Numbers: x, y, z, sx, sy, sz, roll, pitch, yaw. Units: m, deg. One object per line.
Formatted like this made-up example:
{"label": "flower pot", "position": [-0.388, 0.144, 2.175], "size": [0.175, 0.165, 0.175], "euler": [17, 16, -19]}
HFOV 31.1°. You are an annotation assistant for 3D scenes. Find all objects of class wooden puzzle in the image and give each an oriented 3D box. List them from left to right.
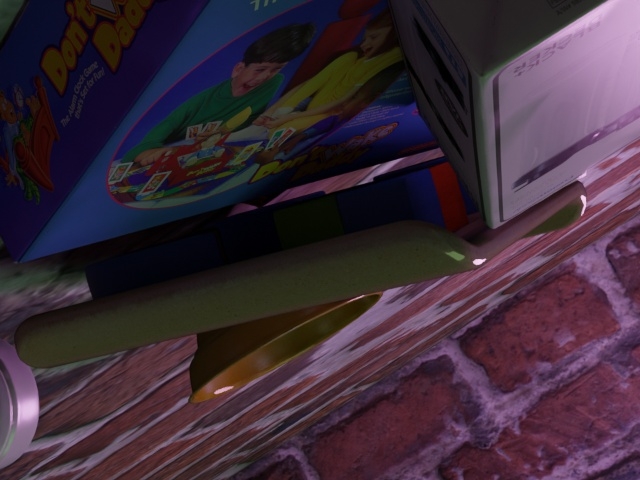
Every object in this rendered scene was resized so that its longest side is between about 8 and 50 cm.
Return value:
{"label": "wooden puzzle", "position": [0.000, 0.000, 0.832], "size": [0.322, 0.080, 0.348], "euler": [-15, 179, 26]}

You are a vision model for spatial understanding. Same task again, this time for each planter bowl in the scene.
{"label": "planter bowl", "position": [-0.053, 0.069, 1.131], "size": [0.217, 0.090, 0.217], "euler": [-28, 170, -6]}

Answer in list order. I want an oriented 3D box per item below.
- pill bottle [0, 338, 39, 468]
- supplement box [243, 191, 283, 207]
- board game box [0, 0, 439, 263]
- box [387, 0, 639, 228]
{"label": "pill bottle", "position": [-0.285, 0.118, 0.736], "size": [0.119, 0.119, 0.208], "euler": [-36, 167, 21]}
{"label": "supplement box", "position": [-0.029, -0.064, 0.800], "size": [0.083, 0.043, 0.055], "euler": [-35, 166, 14]}
{"label": "board game box", "position": [0.010, -0.115, 0.614], "size": [0.347, 0.078, 0.233], "euler": [-18, 162, -45]}
{"label": "box", "position": [0.123, -0.107, 0.529], "size": [0.169, 0.087, 0.290], "euler": [-32, 166, 4]}
